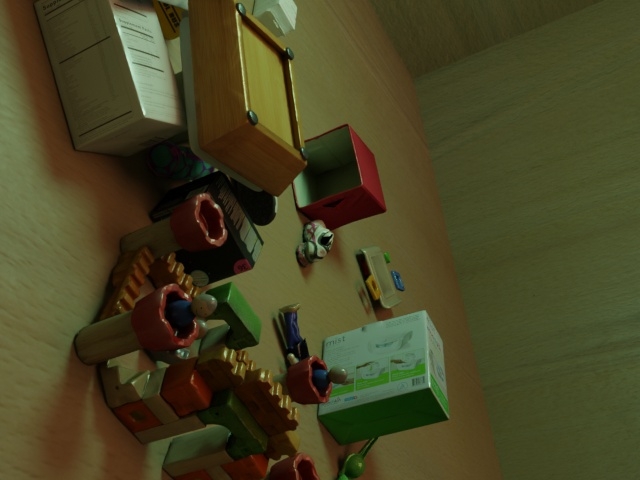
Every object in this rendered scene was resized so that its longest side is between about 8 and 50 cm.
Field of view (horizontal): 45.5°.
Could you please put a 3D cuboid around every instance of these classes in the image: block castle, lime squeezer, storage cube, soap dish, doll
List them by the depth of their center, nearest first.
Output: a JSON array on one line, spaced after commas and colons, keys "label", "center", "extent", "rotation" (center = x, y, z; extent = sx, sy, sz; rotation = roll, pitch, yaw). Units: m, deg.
[{"label": "block castle", "center": [-0.133, 0.184, 1.167], "extent": [0.453, 0.213, 0.303], "rotation": [59, 23, -30]}, {"label": "soap dish", "center": [-0.126, -0.246, 1.289], "extent": [0.229, 0.118, 0.291], "rotation": [31, 46, -56]}, {"label": "doll", "center": [-0.047, 0.231, 1.601], "extent": [0.129, 0.046, 0.189], "rotation": [-14, 91, -80]}, {"label": "lime squeezer", "center": [0.087, 0.490, 1.630], "extent": [0.059, 0.110, 0.310], "rotation": [48, 20, -10]}, {"label": "storage cube", "center": [0.044, -0.157, 2.008], "extent": [0.193, 0.183, 0.215], "rotation": [37, 37, -60]}]

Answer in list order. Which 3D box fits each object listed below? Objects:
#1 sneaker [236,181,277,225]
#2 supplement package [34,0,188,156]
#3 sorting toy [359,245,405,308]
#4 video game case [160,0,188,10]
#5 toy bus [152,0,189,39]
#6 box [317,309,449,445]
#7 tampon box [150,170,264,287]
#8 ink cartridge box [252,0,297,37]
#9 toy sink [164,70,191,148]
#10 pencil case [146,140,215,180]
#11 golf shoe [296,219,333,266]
[{"label": "sneaker", "center": [-0.139, -0.147, 1.652], "extent": [0.097, 0.084, 0.235], "rotation": [-6, 78, -71]}, {"label": "supplement package", "center": [-0.323, -0.273, 1.194], "extent": [0.134, 0.139, 0.244], "rotation": [-3, 75, -68]}, {"label": "sorting toy", "center": [0.173, 0.113, 2.307], "extent": [0.196, 0.047, 0.347], "rotation": [68, 19, 5]}, {"label": "video game case", "center": [-0.351, -0.473, 1.229], "extent": [0.285, 0.025, 0.204], "rotation": [37, 14, 2]}, {"label": "toy bus", "center": [-0.329, -0.556, 1.457], "extent": [0.333, 0.130, 0.108], "rotation": [63, 21, -22]}, {"label": "box", "center": [0.139, 0.304, 1.709], "extent": [0.127, 0.262, 0.231], "rotation": [58, 22, -33]}, {"label": "tampon box", "center": [-0.194, -0.019, 1.329], "extent": [0.161, 0.120, 0.101], "rotation": [63, 20, -21]}, {"label": "ink cartridge box", "center": [-0.128, -0.634, 2.131], "extent": [0.092, 0.090, 0.143], "rotation": [55, 26, -37]}, {"label": "toy sink", "center": [-0.200, -0.256, 1.493], "extent": [0.131, 0.152, 0.234], "rotation": [71, 18, 1]}, {"label": "pencil case", "center": [-0.247, -0.142, 1.379], "extent": [0.151, 0.070, 0.064], "rotation": [-7, 78, -71]}, {"label": "golf shoe", "center": [0.000, 0.000, 1.887], "extent": [0.067, 0.086, 0.186], "rotation": [60, 20, -23]}]
